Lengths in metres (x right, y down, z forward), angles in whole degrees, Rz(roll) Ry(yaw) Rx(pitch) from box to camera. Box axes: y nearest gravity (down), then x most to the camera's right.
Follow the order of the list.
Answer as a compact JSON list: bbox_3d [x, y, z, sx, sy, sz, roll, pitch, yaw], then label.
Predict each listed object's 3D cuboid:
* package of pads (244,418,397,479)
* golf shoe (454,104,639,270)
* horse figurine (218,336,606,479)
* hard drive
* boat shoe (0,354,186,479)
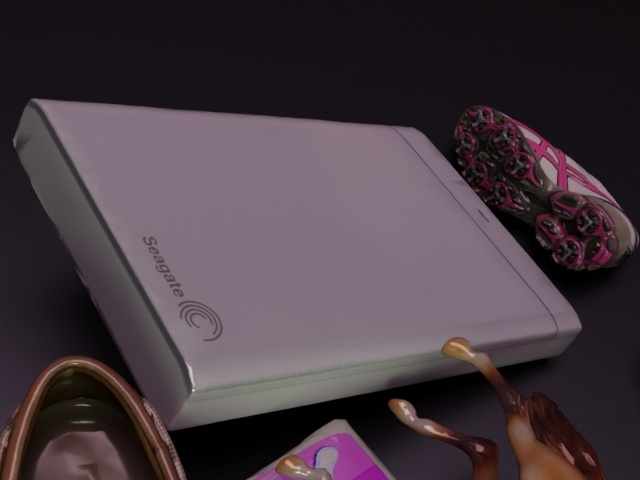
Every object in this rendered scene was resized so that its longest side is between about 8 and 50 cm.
[{"bbox_3d":[-0.030,0.261,0.529,0.297,0.101,0.229,-29,62,-29],"label":"package of pads"},{"bbox_3d":[0.187,-0.044,0.848,0.086,0.067,0.186,-6,48,-50],"label":"golf shoe"},{"bbox_3d":[0.070,0.155,0.533,0.263,0.066,0.174,-25,58,-34],"label":"horse figurine"},{"bbox_3d":[0.000,0.000,0.686,0.353,0.047,0.233,-3,47,-43],"label":"hard drive"},{"bbox_3d":[-0.090,0.194,0.431,0.123,0.116,0.324,-12,54,-19],"label":"boat shoe"}]
